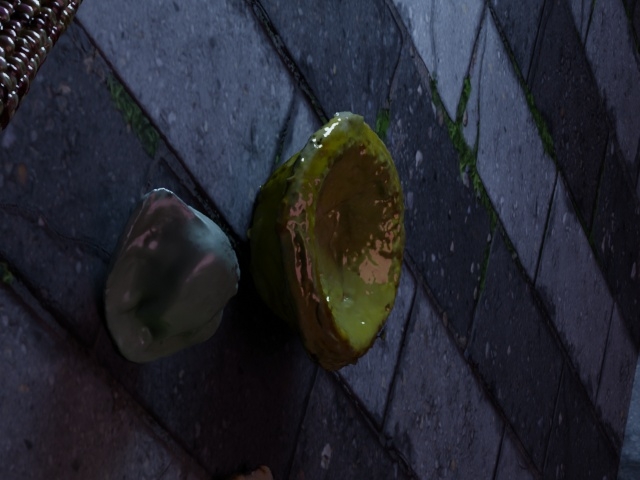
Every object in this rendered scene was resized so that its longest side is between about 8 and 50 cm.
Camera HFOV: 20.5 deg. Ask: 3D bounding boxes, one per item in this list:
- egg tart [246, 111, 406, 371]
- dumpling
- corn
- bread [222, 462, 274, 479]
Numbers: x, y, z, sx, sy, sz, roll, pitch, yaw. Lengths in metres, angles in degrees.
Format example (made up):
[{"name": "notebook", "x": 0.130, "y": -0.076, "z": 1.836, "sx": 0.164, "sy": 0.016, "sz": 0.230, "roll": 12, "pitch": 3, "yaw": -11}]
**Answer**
[{"name": "egg tart", "x": 0.000, "y": 0.000, "z": 2.077, "sx": 0.315, "sy": 0.120, "sz": 0.315, "roll": 1, "pitch": 90, "yaw": -65}, {"name": "dumpling", "x": -0.141, "y": 0.042, "z": 1.776, "sx": 0.219, "sy": 0.108, "sz": 0.153, "roll": 60, "pitch": 39, "yaw": -47}, {"name": "corn", "x": -0.271, "y": -0.168, "z": 1.495, "sx": 0.280, "sy": 0.092, "sz": 0.092, "roll": -65, "pitch": 148, "yaw": -45}, {"name": "bread", "x": -0.085, "y": 0.320, "z": 2.015, "sx": 0.129, "sy": 0.044, "sz": 0.126, "roll": -14, "pitch": 98, "yaw": -62}]
